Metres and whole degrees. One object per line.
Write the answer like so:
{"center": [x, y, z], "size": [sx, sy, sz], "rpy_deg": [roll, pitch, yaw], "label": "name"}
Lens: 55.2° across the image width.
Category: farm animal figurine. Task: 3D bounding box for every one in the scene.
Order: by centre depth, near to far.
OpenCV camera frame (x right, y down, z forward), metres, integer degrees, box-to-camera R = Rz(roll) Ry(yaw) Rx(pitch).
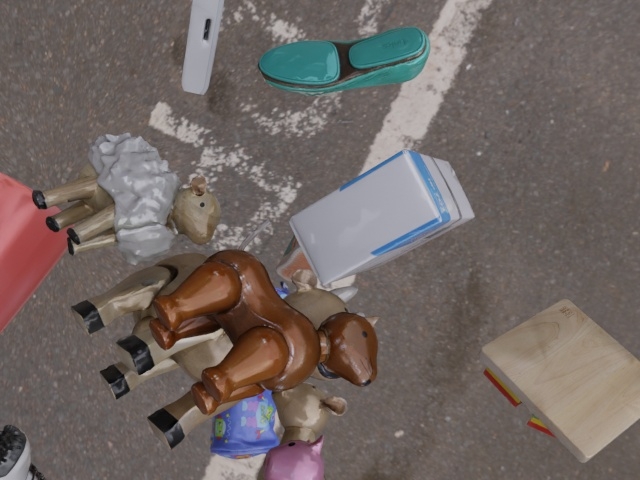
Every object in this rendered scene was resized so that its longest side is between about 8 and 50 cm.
{"center": [-0.053, 0.102, 0.484], "size": [0.172, 0.326, 0.330], "rpy_deg": [-29, 135, -33], "label": "farm animal figurine"}

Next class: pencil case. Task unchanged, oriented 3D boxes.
{"center": [-0.121, 0.226, 1.084], "size": [0.133, 0.119, 0.306], "rpy_deg": [19, 67, -41], "label": "pencil case"}

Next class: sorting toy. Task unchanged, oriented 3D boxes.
{"center": [0.469, 0.270, 1.168], "size": [0.257, 0.255, 0.089], "rpy_deg": [-22, 142, -28], "label": "sorting toy"}

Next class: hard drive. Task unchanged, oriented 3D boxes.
{"center": [-0.173, -0.441, 1.000], "size": [0.047, 0.233, 0.353], "rpy_deg": [9, 49, -13], "label": "hard drive"}

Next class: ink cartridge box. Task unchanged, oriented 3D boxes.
{"center": [0.075, -0.026, 0.662], "size": [0.139, 0.190, 0.082], "rpy_deg": [-30, 80, 22], "label": "ink cartridge box"}

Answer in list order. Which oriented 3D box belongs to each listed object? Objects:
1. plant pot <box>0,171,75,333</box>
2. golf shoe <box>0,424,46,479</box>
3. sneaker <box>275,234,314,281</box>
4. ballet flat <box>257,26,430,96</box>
{"center": [-0.562, 0.032, 0.953], "size": [0.275, 0.275, 0.243], "rpy_deg": [31, 64, -22], "label": "plant pot"}
{"center": [-0.337, 0.276, 0.689], "size": [0.093, 0.077, 0.198], "rpy_deg": [21, 129, -18], "label": "golf shoe"}
{"center": [0.000, 0.000, 1.219], "size": [0.108, 0.302, 0.121], "rpy_deg": [28, 67, -17], "label": "sneaker"}
{"center": [0.036, -0.245, 0.888], "size": [0.247, 0.087, 0.083], "rpy_deg": [-7, 70, 9], "label": "ballet flat"}
